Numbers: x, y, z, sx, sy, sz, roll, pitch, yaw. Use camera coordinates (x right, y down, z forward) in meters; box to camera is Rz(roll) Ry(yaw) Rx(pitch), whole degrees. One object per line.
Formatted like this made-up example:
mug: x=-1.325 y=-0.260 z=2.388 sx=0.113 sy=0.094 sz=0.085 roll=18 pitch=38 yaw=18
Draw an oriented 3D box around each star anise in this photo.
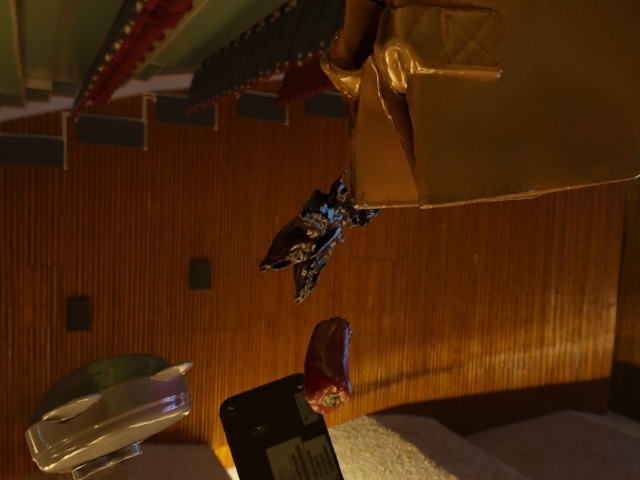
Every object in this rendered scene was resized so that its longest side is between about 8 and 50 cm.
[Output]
star anise: x=-0.003 y=-0.002 z=0.622 sx=0.053 sy=0.157 sz=0.212 roll=40 pitch=-174 yaw=16

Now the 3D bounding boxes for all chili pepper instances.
chili pepper: x=0.012 y=0.169 z=0.750 sx=0.070 sy=0.073 sz=0.123 roll=27 pitch=-143 yaw=-13

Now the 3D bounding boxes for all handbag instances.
handbag: x=0.124 y=-0.228 z=0.441 sx=0.283 sy=0.401 sz=0.133 roll=-8 pitch=-176 yaw=-34

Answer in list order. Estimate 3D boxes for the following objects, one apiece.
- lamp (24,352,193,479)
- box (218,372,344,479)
lamp: x=-0.253 y=0.203 z=0.661 sx=0.179 sy=0.108 sz=0.246 roll=-9 pitch=153 yaw=-36
box: x=-0.070 y=0.476 z=1.181 sx=0.211 sy=0.350 sz=0.058 roll=-18 pitch=173 yaw=-11
